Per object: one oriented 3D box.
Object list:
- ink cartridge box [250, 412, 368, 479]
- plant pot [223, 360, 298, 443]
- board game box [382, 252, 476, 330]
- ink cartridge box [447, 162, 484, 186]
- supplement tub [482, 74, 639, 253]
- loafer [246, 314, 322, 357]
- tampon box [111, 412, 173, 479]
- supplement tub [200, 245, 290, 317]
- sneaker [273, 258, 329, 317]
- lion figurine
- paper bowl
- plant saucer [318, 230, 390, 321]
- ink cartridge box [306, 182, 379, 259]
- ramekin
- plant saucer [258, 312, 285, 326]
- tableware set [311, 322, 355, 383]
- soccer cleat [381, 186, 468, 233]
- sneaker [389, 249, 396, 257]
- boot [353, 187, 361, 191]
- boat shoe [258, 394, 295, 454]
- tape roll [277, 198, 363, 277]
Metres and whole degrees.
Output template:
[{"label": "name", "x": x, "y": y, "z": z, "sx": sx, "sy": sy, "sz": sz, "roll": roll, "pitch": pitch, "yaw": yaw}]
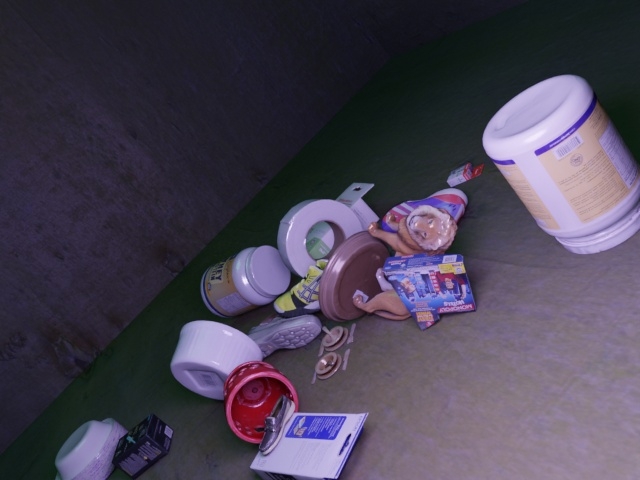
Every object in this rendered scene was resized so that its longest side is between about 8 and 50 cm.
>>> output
[{"label": "ink cartridge box", "x": -0.016, "y": 0.480, "z": 1.392, "sx": 0.332, "sy": 0.065, "sz": 0.165, "roll": -19, "pitch": 29, "yaw": 50}, {"label": "plant pot", "x": -0.170, "y": 0.420, "z": 1.623, "sx": 0.191, "sy": 0.191, "sz": 0.174, "roll": -45, "pitch": 17, "yaw": -7}, {"label": "board game box", "x": 0.272, "y": 0.124, "z": 1.462, "sx": 0.194, "sy": 0.194, "sz": 0.060, "roll": -7, "pitch": 31, "yaw": 25}, {"label": "ink cartridge box", "x": 0.476, "y": -0.222, "z": 1.988, "sx": 0.115, "sy": 0.029, "sz": 0.063, "roll": -24, "pitch": 26, "yaw": 42}, {"label": "supplement tub", "x": 0.531, "y": -0.156, "z": 1.296, "sx": 0.241, "sy": 0.331, "sz": 0.241, "roll": -36, "pitch": 21, "yaw": 16}, {"label": "loafer", "x": -0.126, "y": 0.286, "z": 1.912, "sx": 0.319, "sy": 0.112, "sz": 0.111, "roll": -22, "pitch": 38, "yaw": 32}, {"label": "tampon box", "x": -0.583, "y": 0.676, "z": 1.988, "sx": 0.161, "sy": 0.101, "sz": 0.120, "roll": -39, "pitch": 19, "yaw": 10}, {"label": "supplement tub", "x": -0.290, "y": 0.158, "z": 2.338, "sx": 0.316, "sy": 0.228, "sz": 0.228, "roll": -25, "pitch": 26, "yaw": 40}, {"label": "sneaker", "x": -0.002, "y": 0.138, "z": 1.912, "sx": 0.384, "sy": 0.147, "sz": 0.145, "roll": -23, "pitch": 6, "yaw": 33}, {"label": "lion figurine", "x": 0.226, "y": 0.076, "z": 1.577, "sx": 0.142, "sy": 0.392, "sz": 0.240, "roll": -19, "pitch": 34, "yaw": -39}, {"label": "paper bowl", "x": -0.851, "y": 0.778, "z": 2.217, "sx": 0.284, "sy": 0.148, "sz": 0.284, "roll": -37, "pitch": 19, "yaw": 15}, {"label": "plant saucer", "x": 0.106, "y": 0.107, "z": 1.686, "sx": 0.041, "sy": 0.278, "sz": 0.278, "roll": 27, "pitch": 68, "yaw": 39}, {"label": "ink cartridge box", "x": 0.076, "y": -0.053, "z": 2.250, "sx": 0.353, "sy": 0.119, "sz": 0.207, "roll": -46, "pitch": 19, "yaw": -10}, {"label": "ramekin", "x": -0.333, "y": 0.384, "z": 1.894, "sx": 0.277, "sy": 0.277, "sz": 0.135, "roll": -24, "pitch": 34, "yaw": 40}, {"label": "plant saucer", "x": -0.178, "y": 0.319, "z": 2.087, "sx": 0.168, "sy": 0.029, "sz": 0.168, "roll": -37, "pitch": 20, "yaw": 16}, {"label": "tableware set", "x": 0.028, "y": 0.307, "z": 1.706, "sx": 0.128, "sy": 0.039, "sz": 0.194, "roll": -31, "pitch": 22, "yaw": 29}, {"label": "soccer cleat", "x": 0.306, "y": -0.065, "z": 1.877, "sx": 0.318, "sy": 0.108, "sz": 0.116, "roll": -20, "pitch": 33, "yaw": 42}, {"label": "sneaker", "x": 0.280, "y": 0.038, "z": 1.726, "sx": 0.130, "sy": 0.087, "sz": 0.227, "roll": -49, "pitch": 14, "yaw": 0}, {"label": "boot", "x": 0.134, "y": -0.185, "z": 2.539, "sx": 0.118, "sy": 0.042, "sz": 0.087, "roll": -52, "pitch": 20, "yaw": -28}, {"label": "boat shoe", "x": -0.115, "y": 0.449, "z": 1.481, "sx": 0.056, "sy": 0.049, "sz": 0.152, "roll": -23, "pitch": 27, "yaw": 43}, {"label": "tape roll", "x": 0.000, "y": 0.000, "z": 2.039, "sx": 0.286, "sy": 0.286, "sz": 0.100, "roll": -46, "pitch": 20, "yaw": -11}]
